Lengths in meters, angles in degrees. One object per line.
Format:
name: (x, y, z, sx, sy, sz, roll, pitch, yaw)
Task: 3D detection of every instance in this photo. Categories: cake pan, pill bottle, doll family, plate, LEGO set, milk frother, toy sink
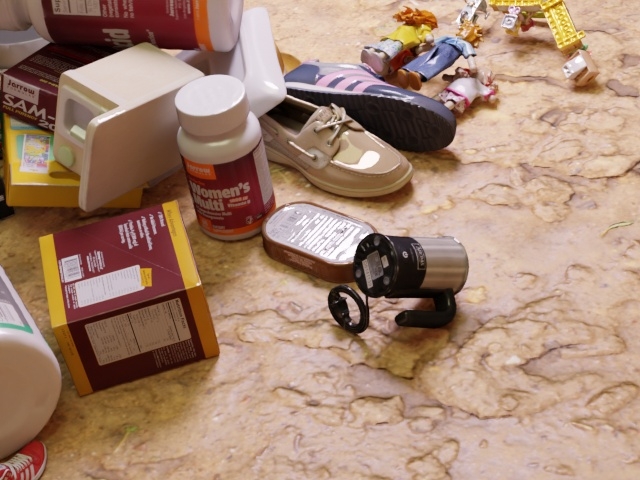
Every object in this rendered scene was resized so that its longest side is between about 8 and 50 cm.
cake pan: (-0.540, -0.416, 2.320, 0.293, 0.054, 0.293, -6, 40, 5)
pill bottle: (-0.489, 0.106, 1.593, 0.204, 0.204, 0.361, -26, 42, -17)
doll family: (0.176, -0.305, 1.993, 0.163, 0.118, 0.263, -37, 47, -28)
plate: (-0.192, -0.243, 1.969, 0.278, 0.045, 0.277, -31, 40, 16)
LEGO set: (0.373, -0.347, 2.046, 0.287, 0.107, 0.132, 33, 91, 34)
milk frother: (0.099, 0.057, 1.618, 0.135, 0.129, 0.143, 3, -6, -40)
pill bottle: (-0.138, -0.118, 1.763, 0.121, 0.221, 0.121, -6, 41, 5)
pill bottle: (-0.321, -0.408, 1.885, 0.392, 0.224, 0.224, 3, 42, 3)
toy sink: (-0.297, -0.168, 1.771, 0.131, 0.152, 0.234, 30, 40, 22)

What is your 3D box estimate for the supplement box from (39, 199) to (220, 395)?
supplement box: (-0.255, 0.072, 1.640, 0.194, 0.129, 0.191, -16, 40, -6)

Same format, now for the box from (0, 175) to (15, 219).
box: (-0.579, -0.090, 1.934, 0.147, 0.077, 0.180, -21, 42, -14)

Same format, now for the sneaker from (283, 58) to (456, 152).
sneaker: (0.081, -0.229, 1.932, 0.319, 0.112, 0.131, 16, 50, 26)

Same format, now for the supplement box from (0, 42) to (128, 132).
supplement box: (-0.379, -0.256, 1.930, 0.130, 0.073, 0.239, 22, 35, 13)

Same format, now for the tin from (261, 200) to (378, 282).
tin: (0.000, 0.000, 1.744, 0.190, 0.040, 0.106, 20, 53, 30)

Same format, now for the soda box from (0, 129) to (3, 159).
soda box: (-0.511, -0.208, 2.074, 0.060, 0.053, 0.169, -4, 41, 8)

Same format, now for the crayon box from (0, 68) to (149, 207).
crayon box: (-0.388, -0.146, 1.912, 0.203, 0.083, 0.323, 1, 37, -17)

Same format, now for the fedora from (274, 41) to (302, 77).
fedora: (-0.115, -0.284, 2.060, 0.194, 0.079, 0.194, -6, 41, 5)

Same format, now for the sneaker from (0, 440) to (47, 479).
sneaker: (-0.372, 0.273, 1.480, 0.042, 0.067, 0.118, 7, 43, 20)

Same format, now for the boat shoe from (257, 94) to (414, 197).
boat shoe: (0.006, -0.153, 1.868, 0.302, 0.098, 0.109, 25, 51, 34)
